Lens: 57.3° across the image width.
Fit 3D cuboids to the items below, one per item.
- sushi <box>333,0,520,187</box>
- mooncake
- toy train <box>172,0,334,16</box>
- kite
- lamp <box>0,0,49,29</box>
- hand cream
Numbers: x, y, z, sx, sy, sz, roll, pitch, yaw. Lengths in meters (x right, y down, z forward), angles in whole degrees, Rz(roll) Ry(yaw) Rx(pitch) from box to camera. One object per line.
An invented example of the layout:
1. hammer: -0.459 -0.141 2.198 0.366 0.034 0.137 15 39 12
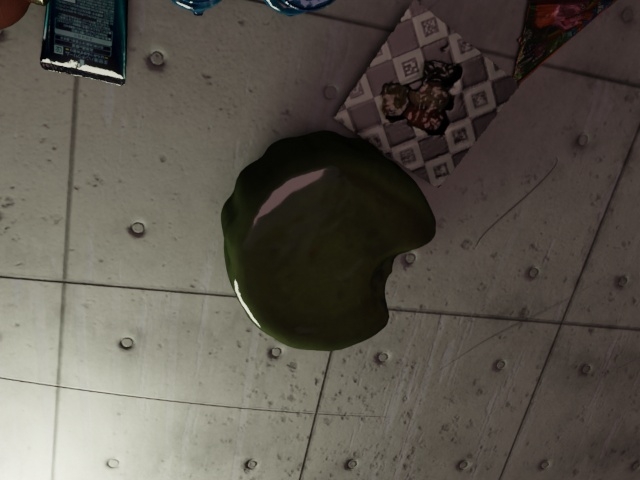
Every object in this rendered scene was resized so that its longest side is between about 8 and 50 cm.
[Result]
1. sushi: 0.172 -0.237 0.978 0.231 0.047 0.220 31 108 -19
2. mooncake: 0.000 0.000 0.961 0.351 0.187 0.352 -7 117 -13
3. toy train: -0.088 -0.433 0.759 0.300 0.188 0.265 -2 109 -11
4. kite: 0.406 -0.416 0.976 0.233 0.016 0.321 -1 114 -15
5. lamp: -0.459 -0.361 0.710 0.257 0.180 0.180 14 109 -17
6. hand cream: -0.318 -0.357 0.807 0.120 0.061 0.271 8 115 -15
